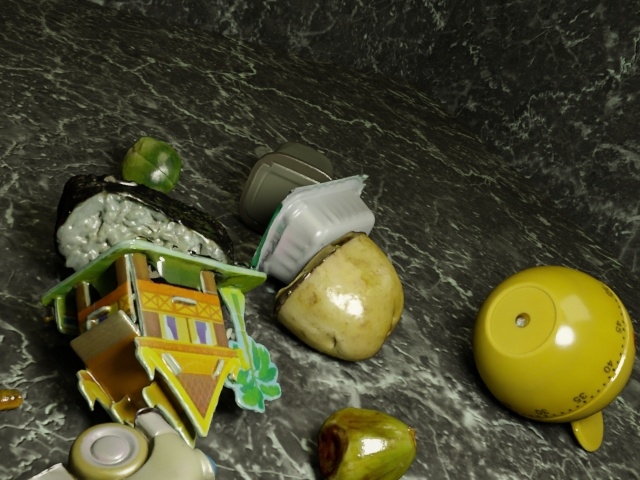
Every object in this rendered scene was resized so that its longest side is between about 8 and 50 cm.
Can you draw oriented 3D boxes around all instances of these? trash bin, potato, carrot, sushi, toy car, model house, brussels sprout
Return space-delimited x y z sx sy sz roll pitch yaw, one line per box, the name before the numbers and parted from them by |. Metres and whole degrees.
trash bin | -0.070 -0.131 1.890 0.219 0.219 0.250 26 21 -5
potato | 0.061 0.131 1.551 0.242 0.243 0.285 36 36 18
carrot | -0.511 0.234 1.061 0.170 0.042 0.042 1 37 -44
sushi | -0.331 0.006 1.427 0.350 0.211 0.171 20 16 -22
toy car | -0.254 0.369 0.790 0.226 0.242 0.336 34 35 33
model house | -0.233 0.203 1.218 0.357 0.242 0.313 20 50 -52
brussels sprout | -0.397 -0.163 1.755 0.117 0.155 0.155 51 10 -37

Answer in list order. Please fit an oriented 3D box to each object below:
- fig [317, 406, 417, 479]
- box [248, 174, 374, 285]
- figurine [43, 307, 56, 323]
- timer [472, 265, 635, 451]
fig | 0.079 0.350 1.252 0.165 0.154 0.144 -7 73 6
box | 0.000 0.000 1.662 0.106 0.264 0.336 41 31 22
figurine | -0.412 0.119 1.319 0.101 0.068 0.143 47 24 -1
timer | 0.524 0.244 1.650 0.387 0.376 0.376 34 18 -39
